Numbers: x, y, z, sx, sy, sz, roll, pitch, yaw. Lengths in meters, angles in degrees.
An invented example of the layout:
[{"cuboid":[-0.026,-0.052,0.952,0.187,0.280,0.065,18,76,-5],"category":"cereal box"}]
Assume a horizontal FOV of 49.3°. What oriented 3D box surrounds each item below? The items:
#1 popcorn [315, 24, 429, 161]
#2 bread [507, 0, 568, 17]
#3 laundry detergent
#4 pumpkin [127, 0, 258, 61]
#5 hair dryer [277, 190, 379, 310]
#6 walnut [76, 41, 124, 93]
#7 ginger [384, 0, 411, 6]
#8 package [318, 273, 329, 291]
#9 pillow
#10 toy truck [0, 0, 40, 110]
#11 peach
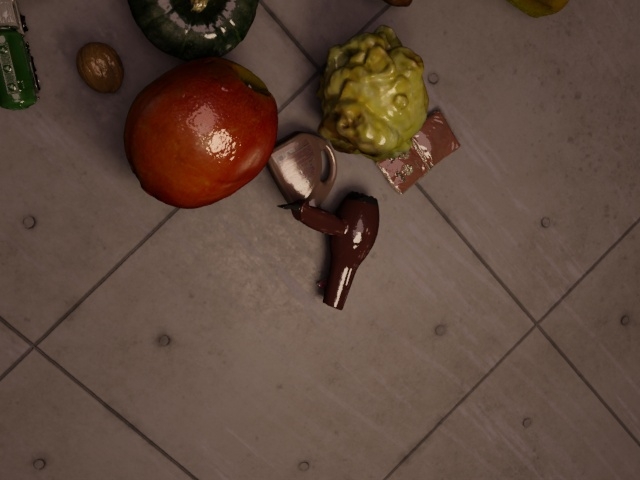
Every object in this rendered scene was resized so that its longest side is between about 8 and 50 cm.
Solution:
[{"cuboid":[0.124,-0.356,1.701,0.312,0.312,0.312,-3,101,-15],"category":"popcorn"},{"cuboid":[0.471,-0.698,1.782,0.384,0.166,0.112,29,72,-19],"category":"bread"},{"cuboid":[-0.027,-0.164,1.797,0.171,0.076,0.237,-33,108,-8],"category":"laundry detergent"},{"cuboid":[-0.290,-0.560,1.580,0.300,0.207,0.300,-3,103,-14],"category":"pumpkin"},{"cuboid":[0.000,0.000,1.750,0.340,0.123,0.312,20,89,-46],"category":"hair dryer"},{"cuboid":[-0.507,-0.397,1.612,0.105,0.105,0.124,-23,117,-10],"category":"walnut"},{"cuboid":[0.199,-0.704,1.653,0.172,0.321,0.165,33,58,0],"category":"ginger"},{"cuboid":[0.035,0.107,1.891,0.059,0.029,0.083,44,79,-22],"category":"package"},{"cuboid":[0.263,-0.238,1.879,0.232,0.043,0.126,-40,107,-6],"category":"pillow"},{"cuboid":[-0.692,-0.410,1.543,0.101,0.125,0.242,-11,102,-12],"category":"toy truck"},{"cuboid":[-0.277,-0.242,1.603,0.373,0.372,0.290,-42,78,-4],"category":"peach"}]
